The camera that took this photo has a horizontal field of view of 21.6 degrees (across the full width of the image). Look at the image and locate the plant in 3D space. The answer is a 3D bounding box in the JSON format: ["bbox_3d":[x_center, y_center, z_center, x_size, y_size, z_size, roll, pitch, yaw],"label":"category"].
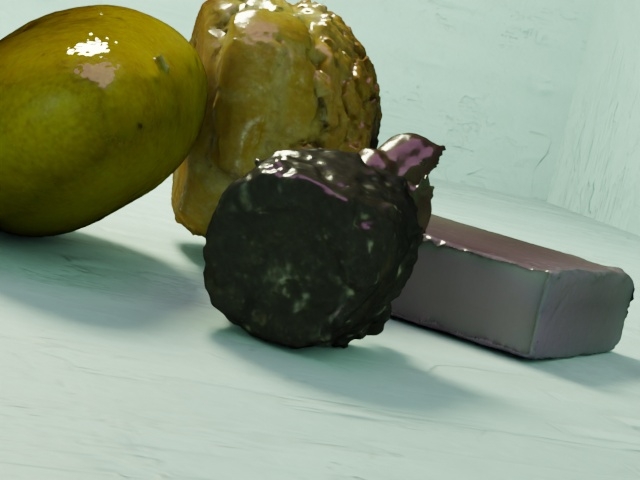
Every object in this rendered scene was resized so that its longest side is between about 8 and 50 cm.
[{"bbox_3d":[0.000,0.000,1.546,0.178,0.204,0.234,24,19,11],"label":"plant"}]

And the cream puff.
[{"bbox_3d":[-0.046,-0.141,1.951,0.231,0.327,0.343,10,-23,-10],"label":"cream puff"}]

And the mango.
[{"bbox_3d":[-0.248,-0.121,1.705,0.301,0.221,0.445,-24,11,-12],"label":"mango"}]

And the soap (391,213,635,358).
[{"bbox_3d":[0.173,0.041,1.894,0.296,0.107,0.285,18,8,30],"label":"soap"}]
